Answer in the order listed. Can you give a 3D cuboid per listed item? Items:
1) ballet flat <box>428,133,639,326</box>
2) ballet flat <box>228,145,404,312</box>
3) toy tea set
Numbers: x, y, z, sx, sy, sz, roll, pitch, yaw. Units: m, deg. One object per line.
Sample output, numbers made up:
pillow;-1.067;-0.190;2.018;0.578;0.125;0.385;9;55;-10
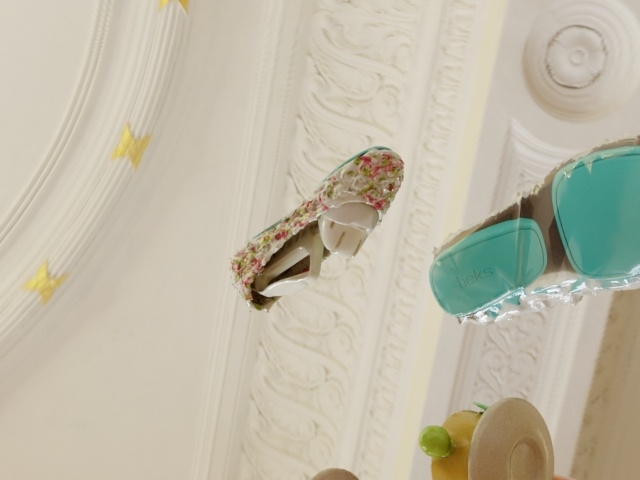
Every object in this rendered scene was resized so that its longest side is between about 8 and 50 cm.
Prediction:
ballet flat;0.269;-0.011;0.996;0.147;0.409;0.147;9;-108;-29
ballet flat;0.000;0.000;1.005;0.091;0.077;0.241;23;-48;-37
toy tea set;0.103;0.216;0.662;0.336;0.124;0.200;41;-121;-33
